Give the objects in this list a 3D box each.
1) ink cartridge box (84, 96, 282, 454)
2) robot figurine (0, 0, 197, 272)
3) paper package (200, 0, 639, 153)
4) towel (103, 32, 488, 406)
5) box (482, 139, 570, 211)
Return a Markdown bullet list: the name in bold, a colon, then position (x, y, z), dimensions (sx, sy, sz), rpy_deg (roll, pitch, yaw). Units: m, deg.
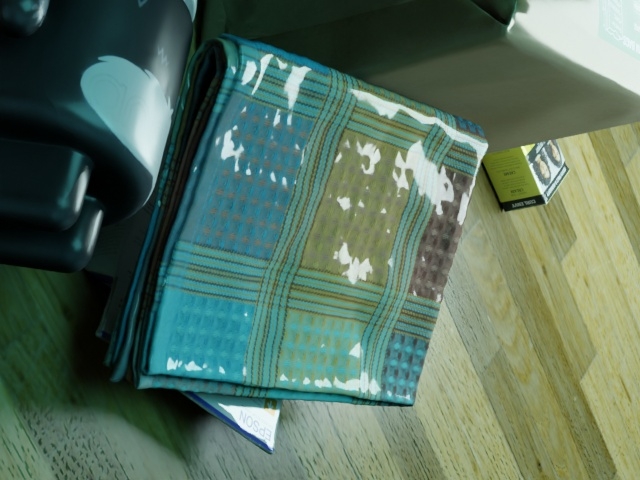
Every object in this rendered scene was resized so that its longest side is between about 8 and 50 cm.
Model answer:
- **ink cartridge box**: position (-0.094, 0.031, 1.340), dimensions (0.223, 0.045, 0.224), rpy_deg (42, 51, -40)
- **robot figurine**: position (-0.186, -0.118, 1.151), dimensions (0.173, 0.209, 0.278), rpy_deg (28, 58, -28)
- **paper package**: position (0.111, -0.191, 1.463), dimensions (0.325, 0.309, 0.168), rpy_deg (14, 71, -53)
- **towel**: position (0.000, 0.000, 1.326), dimensions (0.370, 0.040, 0.271), rpy_deg (12, 94, -51)
- **box**: position (0.194, -0.152, 1.785), dimensions (0.087, 0.058, 0.232), rpy_deg (-48, 118, -48)
